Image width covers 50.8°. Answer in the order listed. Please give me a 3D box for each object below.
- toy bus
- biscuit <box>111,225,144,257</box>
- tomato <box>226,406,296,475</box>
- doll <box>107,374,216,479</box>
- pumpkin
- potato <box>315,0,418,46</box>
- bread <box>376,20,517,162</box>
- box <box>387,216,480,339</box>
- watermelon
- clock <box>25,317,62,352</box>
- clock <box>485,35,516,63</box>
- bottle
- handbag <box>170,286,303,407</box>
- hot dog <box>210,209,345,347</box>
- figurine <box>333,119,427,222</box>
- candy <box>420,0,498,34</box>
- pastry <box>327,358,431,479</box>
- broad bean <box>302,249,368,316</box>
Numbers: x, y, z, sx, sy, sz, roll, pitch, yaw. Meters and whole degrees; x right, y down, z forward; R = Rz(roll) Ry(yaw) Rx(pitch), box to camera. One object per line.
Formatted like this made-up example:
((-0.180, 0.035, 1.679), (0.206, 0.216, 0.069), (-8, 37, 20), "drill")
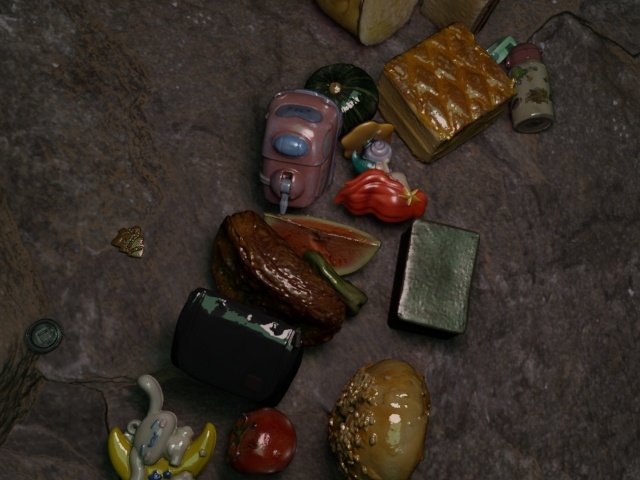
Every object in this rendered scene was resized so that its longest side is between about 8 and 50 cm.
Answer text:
((-0.061, -0.218, 1.683), (0.197, 0.294, 0.232), (12, 28, 4), "toy bus")
((-0.484, 0.007, 1.717), (0.082, 0.016, 0.092), (-30, 78, -15), "biscuit")
((-0.133, 0.469, 1.556), (0.167, 0.167, 0.168), (2, 73, -6), "tomato")
((-0.370, 0.470, 1.545), (0.237, 0.111, 0.252), (27, 81, 3), "doll")
((0.053, -0.379, 1.824), (0.211, 0.152, 0.212), (-5, 75, 19), "pumpkin")
((0.116, -0.733, 1.901), (0.288, 0.301, 0.237), (-9, 39, -47), "potato")
((0.331, -0.395, 1.833), (0.279, 0.207, 0.279), (-37, 82, -16), "bread")
((0.288, 0.100, 1.716), (0.184, 0.143, 0.274), (13, 74, -3), "box")
((0.006, -0.013, 1.723), (0.303, 0.159, 0.128), (15, 49, 5), "watermelon")
((-0.666, 0.230, 1.628), (0.085, 0.017, 0.085), (2, 74, -6), "clock")
((0.497, -0.530, 1.952), (0.041, 0.101, 0.135), (45, 80, -14), "clock")
((0.594, -0.443, 1.925), (0.120, 0.120, 0.253), (-1, 72, -7), "bottle")
((-0.198, 0.261, 1.539), (0.301, 0.275, 0.178), (24, 64, 1), "handbag")
((-0.115, 0.105, 1.618), (0.387, 0.267, 0.174), (43, 56, 8), "hot dog")
((0.145, -0.155, 1.742), (0.208, 0.181, 0.257), (3, 58, -37), "figurine")
((0.405, -0.695, 1.874), (0.135, 0.321, 0.179), (-42, 85, -13), "candy")
((0.117, 0.405, 1.518), (0.184, 0.285, 0.316), (21, 33, -11), "pastry")
((0.033, 0.110, 1.671), (0.206, 0.153, 0.072), (44, 74, -24), "broad bean")
